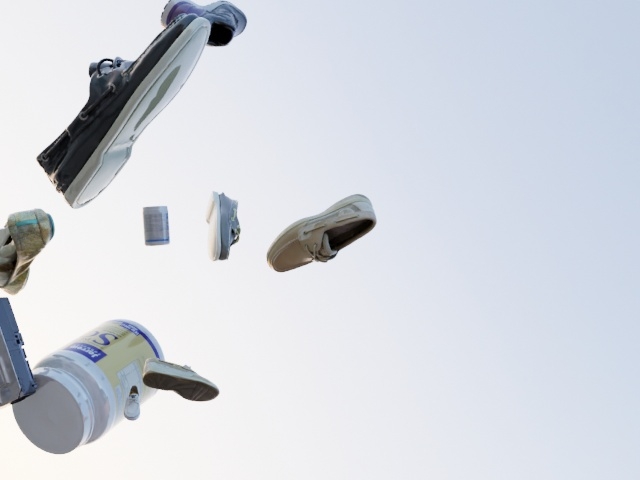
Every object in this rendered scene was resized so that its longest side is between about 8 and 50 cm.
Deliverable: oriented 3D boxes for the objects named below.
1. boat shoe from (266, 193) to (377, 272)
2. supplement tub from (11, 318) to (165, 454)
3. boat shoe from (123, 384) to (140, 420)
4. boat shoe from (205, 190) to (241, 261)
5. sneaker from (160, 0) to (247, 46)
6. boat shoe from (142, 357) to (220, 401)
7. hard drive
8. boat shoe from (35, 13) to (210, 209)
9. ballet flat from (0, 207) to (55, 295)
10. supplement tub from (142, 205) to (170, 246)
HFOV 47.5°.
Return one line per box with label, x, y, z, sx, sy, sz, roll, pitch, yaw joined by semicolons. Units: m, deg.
boat shoe;0.000;0.000;1.777;0.302;0.098;0.109;-30;-51;11
supplement tub;-0.564;0.354;1.798;0.241;0.331;0.240;5;-74;19
boat shoe;-0.405;0.349;1.574;0.035;0.100;0.035;3;-66;-9
boat shoe;-0.272;-0.040;2.074;0.091;0.305;0.109;14;-60;-18
sneaker;-0.239;-0.487;1.694;0.124;0.283;0.107;35;-63;16
boat shoe;-0.221;0.220;1.168;0.135;0.045;0.050;29;-63;-34
hard drive;-0.819;0.298;1.657;0.339;0.064;0.236;-24;-98;17
boat shoe;-0.294;-0.205;1.047;0.113;0.127;0.340;41;-70;2
ballet flat;-0.728;0.033;1.700;0.123;0.123;0.348;50;-46;0
supplement tub;-0.443;-0.039;1.961;0.071;0.071;0.107;-1;-87;43
